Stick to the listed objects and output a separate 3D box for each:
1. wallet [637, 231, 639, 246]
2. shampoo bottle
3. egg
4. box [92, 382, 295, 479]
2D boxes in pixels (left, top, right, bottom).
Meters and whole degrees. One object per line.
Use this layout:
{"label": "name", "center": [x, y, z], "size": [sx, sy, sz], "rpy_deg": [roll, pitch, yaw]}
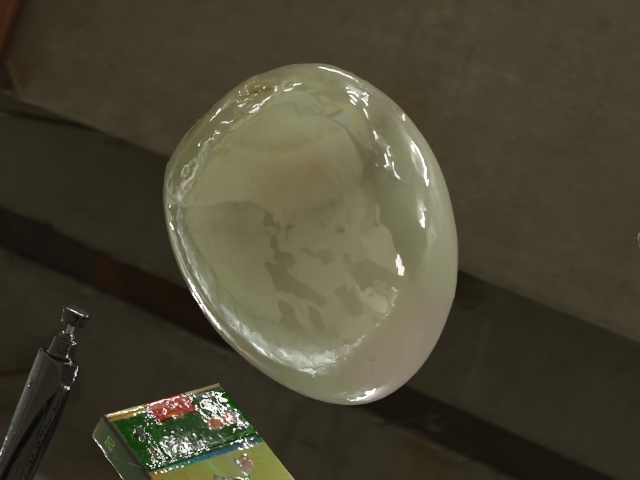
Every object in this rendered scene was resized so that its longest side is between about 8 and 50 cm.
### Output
{"label": "wallet", "center": [0.406, 0.002, 1.323], "size": [0.223, 0.077, 0.309], "rpy_deg": [61, -35, 14]}
{"label": "shampoo bottle", "center": [-0.193, 0.111, 1.068], "size": [0.048, 0.027, 0.137], "rpy_deg": [33, -78, 54]}
{"label": "egg", "center": [0.000, 0.000, 1.540], "size": [0.283, 0.283, 0.345], "rpy_deg": [-19, -73, 25]}
{"label": "box", "center": [-0.069, 0.220, 1.246], "size": [0.235, 0.132, 0.034], "rpy_deg": [49, -52, 26]}
